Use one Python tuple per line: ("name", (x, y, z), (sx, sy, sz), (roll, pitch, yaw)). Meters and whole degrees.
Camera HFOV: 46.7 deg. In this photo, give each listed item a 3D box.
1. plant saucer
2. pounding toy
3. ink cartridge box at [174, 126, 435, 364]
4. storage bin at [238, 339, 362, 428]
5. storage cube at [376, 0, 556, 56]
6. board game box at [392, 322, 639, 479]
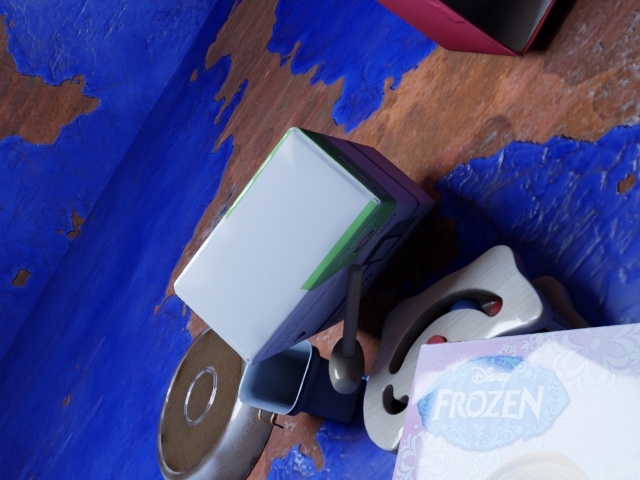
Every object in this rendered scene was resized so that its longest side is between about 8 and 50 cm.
("plant saucer", (-0.159, 0.233, 1.084), (0.310, 0.050, 0.311), (-38, 38, 37))
("pounding toy", (0.091, 0.106, 0.663), (0.269, 0.154, 0.154), (-37, 33, 39))
("ink cartridge box", (0.000, 0.000, 0.788), (0.198, 0.115, 0.273), (-52, -13, 15))
("storage bin", (-0.021, 0.173, 0.860), (0.135, 0.091, 0.098), (-7, 61, 58))
("storage cube", (0.168, -0.341, 0.865), (0.184, 0.215, 0.193), (-60, 22, 6))
("board game box", (0.135, 0.191, 0.313), (0.318, 0.066, 0.318), (-19, 50, 54))
